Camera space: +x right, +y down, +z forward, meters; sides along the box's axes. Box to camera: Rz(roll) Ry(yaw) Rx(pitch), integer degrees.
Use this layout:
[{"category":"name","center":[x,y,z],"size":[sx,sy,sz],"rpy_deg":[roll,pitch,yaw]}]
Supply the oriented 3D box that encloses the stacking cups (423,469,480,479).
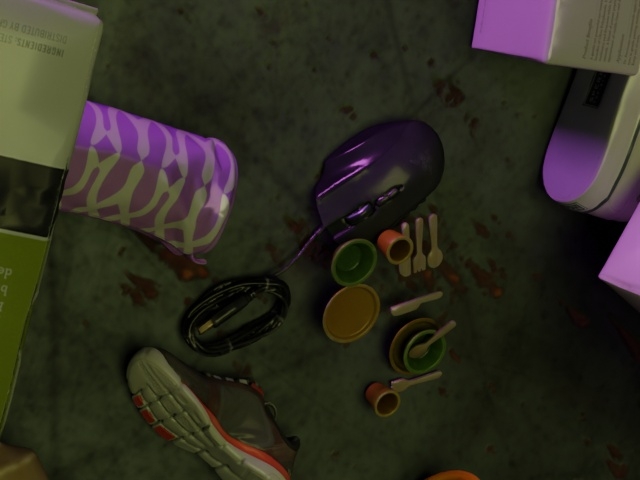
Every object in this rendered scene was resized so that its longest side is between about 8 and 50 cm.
[{"category":"stacking cups","center":[0.175,0.311,1.417],"size":[0.096,0.096,0.316],"rpy_deg":[-48,118,-11]}]

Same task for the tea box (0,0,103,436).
[{"category":"tea box","center":[-0.305,-0.008,0.971],"size":[0.220,0.329,0.323],"rpy_deg":[13,95,-29]}]

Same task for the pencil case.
[{"category":"pencil case","center":[-0.155,-0.048,1.177],"size":[0.206,0.086,0.088],"rpy_deg":[14,86,-29]}]

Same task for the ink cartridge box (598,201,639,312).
[{"category":"ink cartridge box","center":[0.341,-0.009,1.384],"size":[0.353,0.119,0.207],"rpy_deg":[-60,144,-5]}]

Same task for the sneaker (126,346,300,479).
[{"category":"sneaker","center":[-0.074,0.119,1.281],"size":[0.158,0.061,0.065],"rpy_deg":[48,51,-27]}]

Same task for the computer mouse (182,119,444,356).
[{"category":"computer mouse","center":[0.000,0.000,1.293],"size":[0.242,0.041,0.071],"rpy_deg":[-43,117,-12]}]

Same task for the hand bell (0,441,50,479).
[{"category":"hand bell","center":[-0.234,0.112,1.177],"size":[0.126,0.126,0.242],"rpy_deg":[-22,97,-22]}]

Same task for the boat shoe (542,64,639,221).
[{"category":"boat shoe","center":[0.255,-0.138,1.376],"size":[0.084,0.095,0.258],"rpy_deg":[18,102,-33]}]

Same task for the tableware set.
[{"category":"tableware set","center":[0.051,0.059,1.320],"size":[0.104,0.024,0.154],"rpy_deg":[-17,122,-23]}]

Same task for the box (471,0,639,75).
[{"category":"box","center":[0.177,-0.179,1.313],"size":[0.087,0.102,0.101],"rpy_deg":[4,99,-30]}]
